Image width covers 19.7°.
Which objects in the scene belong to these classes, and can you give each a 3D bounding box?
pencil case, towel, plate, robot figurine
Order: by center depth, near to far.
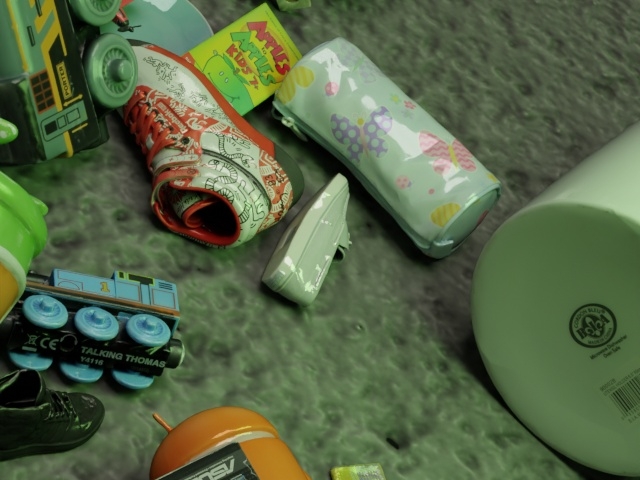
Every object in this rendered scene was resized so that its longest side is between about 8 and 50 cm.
[{"bbox_3d":[-0.065,0.235,1.593,0.158,0.128,0.219,-26,62,-15],"label":"robot figurine"},{"bbox_3d":[0.046,0.246,1.741,0.060,0.009,0.083,3,46,-30],"label":"towel"},{"bbox_3d":[0.073,-0.104,2.045,0.273,0.113,0.124,43,51,15],"label":"pencil case"},{"bbox_3d":[-0.208,-0.236,2.078,0.188,0.024,0.188,17,42,-16],"label":"plate"}]

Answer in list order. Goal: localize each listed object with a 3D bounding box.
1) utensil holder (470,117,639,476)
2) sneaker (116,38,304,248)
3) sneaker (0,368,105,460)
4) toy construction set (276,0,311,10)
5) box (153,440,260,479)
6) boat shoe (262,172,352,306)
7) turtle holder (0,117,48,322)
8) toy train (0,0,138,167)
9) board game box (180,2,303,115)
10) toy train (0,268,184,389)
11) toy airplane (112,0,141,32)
[{"bbox_3d":[0.383,0.026,1.941,0.327,0.327,0.385,43,43,15],"label":"utensil holder"},{"bbox_3d":[-0.153,-0.100,1.918,0.270,0.090,0.145,39,38,6],"label":"sneaker"},{"bbox_3d":[-0.249,0.146,1.600,0.170,0.089,0.051,-12,56,-39],"label":"sneaker"},{"bbox_3d":[0.023,-0.411,2.210,0.257,0.309,0.237,16,46,-5],"label":"toy construction set"},{"bbox_3d":[-0.132,0.309,1.436,0.270,0.060,0.216,-26,62,-15],"label":"box"},{"bbox_3d":[0.000,0.000,1.933,0.063,0.066,0.184,40,36,-10],"label":"boat shoe"},{"bbox_3d":[-0.404,-0.011,1.553,0.320,0.243,0.227,27,70,-9],"label":"turtle holder"},{"bbox_3d":[-0.293,-0.229,1.817,0.142,0.334,0.190,3,25,32],"label":"toy train"},{"bbox_3d":[-0.095,-0.190,2.061,0.092,0.043,0.181,55,41,-5],"label":"board game box"},{"bbox_3d":[-0.216,0.076,1.709,0.184,0.080,0.105,11,34,-19],"label":"toy train"},{"bbox_3d":[-0.261,-0.277,2.046,0.151,0.028,0.151,18,39,-16],"label":"toy airplane"}]
